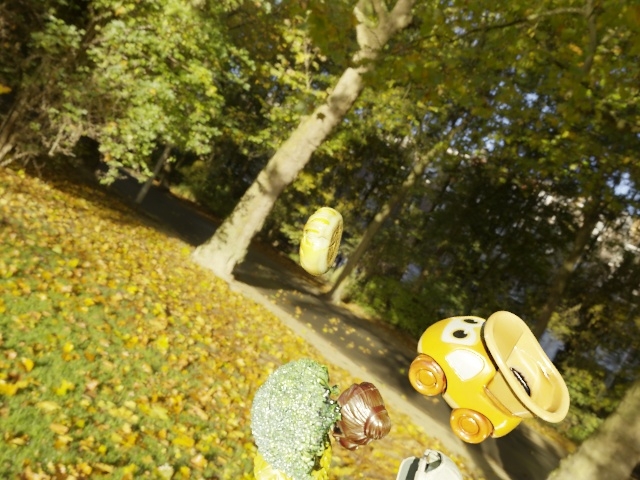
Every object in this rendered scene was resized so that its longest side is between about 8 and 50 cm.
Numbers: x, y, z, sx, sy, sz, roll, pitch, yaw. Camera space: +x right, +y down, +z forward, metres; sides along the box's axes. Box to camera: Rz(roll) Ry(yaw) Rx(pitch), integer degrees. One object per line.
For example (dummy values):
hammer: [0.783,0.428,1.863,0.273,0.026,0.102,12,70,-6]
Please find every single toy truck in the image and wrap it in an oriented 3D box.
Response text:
toy truck: [0.348,0.282,1.094,0.288,0.211,0.204,51,36,10]

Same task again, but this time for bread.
bread: [0.000,0.000,1.591,0.105,0.213,0.213,15,-6,20]

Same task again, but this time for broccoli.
broccoli: [-0.044,0.357,1.040,0.226,0.198,0.176,53,16,22]

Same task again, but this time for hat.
hat: [0.244,0.656,1.309,0.161,0.275,0.232,52,28,18]

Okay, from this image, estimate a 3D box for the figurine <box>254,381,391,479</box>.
figurine: [0.017,0.422,1.135,0.187,0.315,0.168,29,25,-25]
